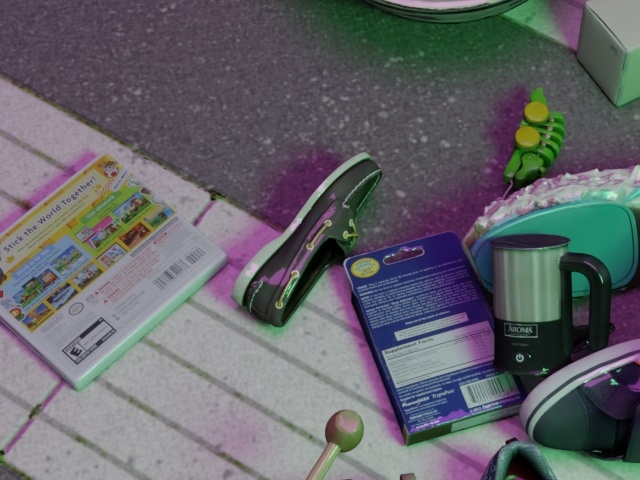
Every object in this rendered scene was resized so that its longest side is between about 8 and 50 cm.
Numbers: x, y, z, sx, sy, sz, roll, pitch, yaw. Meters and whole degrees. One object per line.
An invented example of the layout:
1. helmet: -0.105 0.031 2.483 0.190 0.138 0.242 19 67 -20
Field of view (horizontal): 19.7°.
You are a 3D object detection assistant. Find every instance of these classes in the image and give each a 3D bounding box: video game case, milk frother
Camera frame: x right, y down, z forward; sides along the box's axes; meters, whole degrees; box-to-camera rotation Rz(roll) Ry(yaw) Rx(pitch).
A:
1. video game case: -0.253 0.030 2.037 0.206 0.026 0.227 39 67 23
2. milk frother: 0.242 0.060 1.916 0.129 0.143 0.134 0 101 8

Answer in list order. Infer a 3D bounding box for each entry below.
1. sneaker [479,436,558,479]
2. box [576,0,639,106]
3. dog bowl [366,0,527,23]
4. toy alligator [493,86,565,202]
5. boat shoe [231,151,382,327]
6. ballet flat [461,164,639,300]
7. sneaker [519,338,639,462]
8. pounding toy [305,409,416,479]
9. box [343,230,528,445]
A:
1. sneaker: 0.213 0.311 1.783 0.104 0.125 0.261 -15 58 -10
2. box: 0.443 -0.271 2.167 0.275 0.113 0.094 -25 59 -15
3. dog bowl: 0.151 -0.441 2.193 0.408 0.150 0.408 -1 78 7
4. toy alligator: 0.241 -0.094 2.087 0.051 0.056 0.189 15 59 11
5. boat shoe: 0.000 0.000 2.022 0.069 0.081 0.227 36 72 18
6. ballet flat: 0.343 -0.027 2.019 0.409 0.147 0.147 -9 57 -8
7. sneaker: 0.370 0.170 1.873 0.321 0.126 0.127 -15 52 -10
8. pounding toy: 0.028 0.307 1.791 0.155 0.154 0.269 -5 76 -2
9. box: 0.120 0.101 1.975 0.136 0.036 0.225 -15 59 -9
